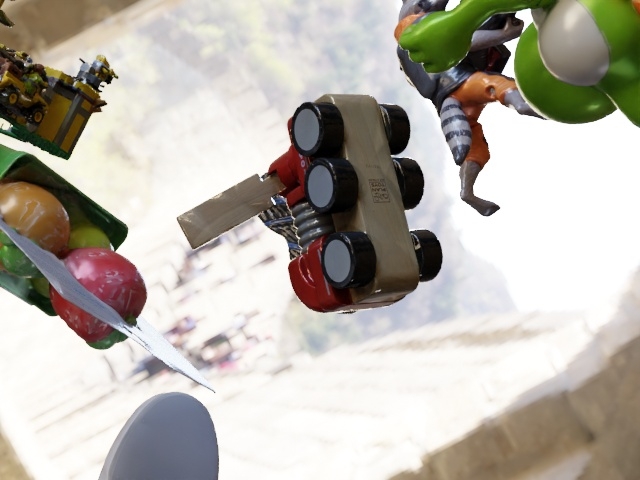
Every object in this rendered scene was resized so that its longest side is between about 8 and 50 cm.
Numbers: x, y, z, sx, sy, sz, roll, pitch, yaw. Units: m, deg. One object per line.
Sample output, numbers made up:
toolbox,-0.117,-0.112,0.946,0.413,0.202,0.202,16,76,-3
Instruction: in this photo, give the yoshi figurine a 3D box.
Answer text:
yoshi figurine,0.169,-0.223,1.248,0.362,0.203,0.203,45,16,-8

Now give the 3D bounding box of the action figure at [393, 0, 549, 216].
action figure,0.202,-0.251,1.983,0.341,0.179,0.330,105,-34,-45

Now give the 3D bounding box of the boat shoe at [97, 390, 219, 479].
boat shoe,-0.215,0.346,1.557,0.136,0.156,0.367,21,66,-27

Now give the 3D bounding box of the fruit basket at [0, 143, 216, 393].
fruit basket,-0.311,0.041,1.716,0.353,0.165,0.327,47,3,36

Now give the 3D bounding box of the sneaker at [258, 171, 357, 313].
sneaker,0.000,0.000,1.750,0.081,0.080,0.211,10,43,-56

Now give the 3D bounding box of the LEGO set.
LEGO set,-0.330,-0.227,1.313,0.331,0.192,0.255,17,-13,40

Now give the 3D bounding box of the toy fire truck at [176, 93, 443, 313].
toy fire truck,-0.021,-0.017,1.523,0.246,0.158,0.217,-30,-111,51
